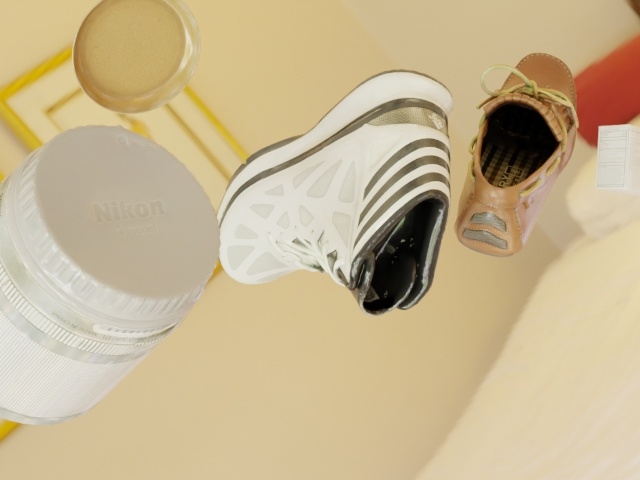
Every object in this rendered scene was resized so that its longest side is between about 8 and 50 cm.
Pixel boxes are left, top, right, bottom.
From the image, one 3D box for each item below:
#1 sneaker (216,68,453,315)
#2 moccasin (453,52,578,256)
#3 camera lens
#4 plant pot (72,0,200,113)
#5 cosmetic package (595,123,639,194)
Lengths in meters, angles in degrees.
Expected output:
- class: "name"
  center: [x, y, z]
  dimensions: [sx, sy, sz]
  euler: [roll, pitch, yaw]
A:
- class: "sneaker"
  center: [-0.001, -0.001, 1.564]
  dimensions: [0.447, 0.169, 0.257]
  euler: [-39, 40, 42]
- class: "moccasin"
  center: [0.264, -0.145, 1.647]
  dimensions: [0.380, 0.139, 0.147]
  euler: [-54, -22, -44]
- class: "camera lens"
  center: [-0.252, 0.042, 1.237]
  dimensions: [0.274, 0.219, 0.219]
  euler: [-42, 3, 40]
- class: "plant pot"
  center: [-0.326, -0.337, 2.178]
  dimensions: [0.236, 0.236, 0.032]
  euler: [-42, 40, -3]
- class: "cosmetic package"
  center: [0.515, -0.115, 1.910]
  dimensions: [0.239, 0.098, 0.060]
  euler: [6, -2, -44]
